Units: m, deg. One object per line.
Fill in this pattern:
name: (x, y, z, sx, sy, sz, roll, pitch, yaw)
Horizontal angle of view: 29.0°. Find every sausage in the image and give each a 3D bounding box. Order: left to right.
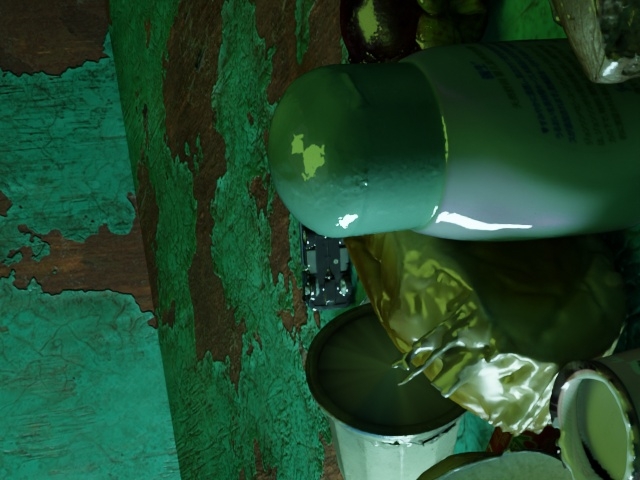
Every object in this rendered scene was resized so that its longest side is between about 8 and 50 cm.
sausage: (0.214, 0.235, 1.330, 0.264, 0.083, 0.083, 102, 154, -43)

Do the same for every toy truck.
toy truck: (0.000, 0.000, 1.843, 0.088, 0.074, 0.201, -160, 66, -73)

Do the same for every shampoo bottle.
shampoo bottle: (0.124, -0.085, 1.071, 0.221, 0.350, 0.151, -116, 29, -43)

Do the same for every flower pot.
flower pot: (0.096, 0.209, 1.510, 0.202, 0.212, 0.212, 82, 167, -45)

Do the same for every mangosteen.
mangosteen: (0.108, -0.246, 1.376, 0.180, 0.166, 0.166, -13, 82, 45)

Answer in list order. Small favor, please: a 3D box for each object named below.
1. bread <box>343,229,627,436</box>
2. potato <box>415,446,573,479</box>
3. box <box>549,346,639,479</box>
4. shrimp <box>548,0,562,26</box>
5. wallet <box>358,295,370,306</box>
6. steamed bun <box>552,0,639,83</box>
bread: (0.151, 0.014, 1.221, 0.183, 0.236, 0.388, 111, 152, -43)
potato: (0.187, 0.335, 1.259, 0.299, 0.247, 0.196, -66, -14, 8)
box: (0.278, 0.152, 1.035, 0.151, 0.135, 0.151, 173, 90, -71)
shrimp: (0.180, -0.352, 1.218, 0.221, 0.110, 0.445, 97, 161, -46)
wallet: (0.059, 0.156, 1.801, 0.196, 0.020, 0.103, 121, 139, -59)
steamed bun: (0.255, -0.216, 0.978, 0.106, 0.145, 0.175, -179, 79, -69)
